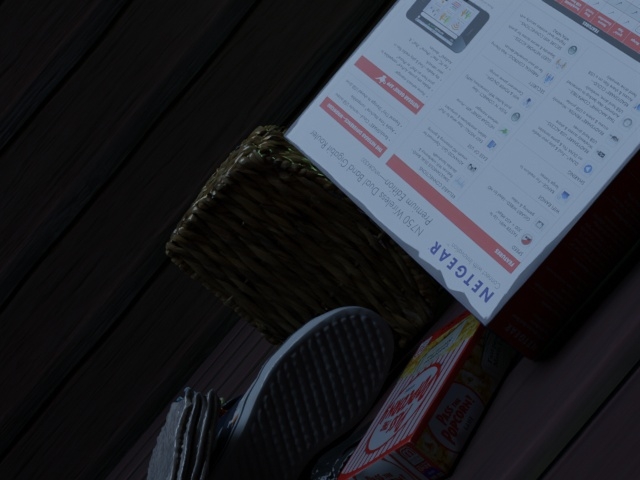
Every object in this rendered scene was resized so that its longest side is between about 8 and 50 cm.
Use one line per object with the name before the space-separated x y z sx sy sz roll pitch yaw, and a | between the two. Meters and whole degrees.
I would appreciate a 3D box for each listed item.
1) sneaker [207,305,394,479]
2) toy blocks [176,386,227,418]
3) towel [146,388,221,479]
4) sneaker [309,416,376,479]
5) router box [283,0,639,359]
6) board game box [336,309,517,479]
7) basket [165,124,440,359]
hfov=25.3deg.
sneaker | -0.046 0.204 1.609 0.321 0.126 0.127 -52 11 -6
toy blocks | -0.142 0.265 1.865 0.123 0.148 0.054 -47 6 28
towel | -0.167 0.284 1.564 0.282 0.049 0.187 120 163 -58
sneaker | 0.010 0.236 1.346 0.170 0.051 0.089 -46 4 -8
router box | 0.164 -0.113 1.250 0.301 0.082 0.335 -49 46 5
board game box | 0.101 0.142 1.253 0.193 0.045 0.147 -54 6 -38
basket | 0.000 0.000 1.709 0.213 0.299 0.223 -48 6 18
